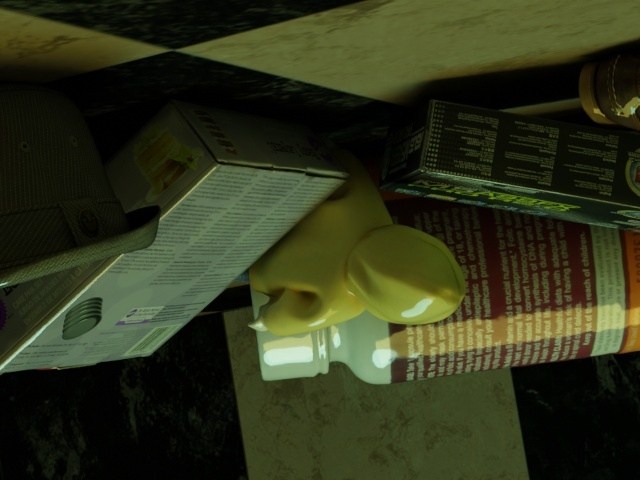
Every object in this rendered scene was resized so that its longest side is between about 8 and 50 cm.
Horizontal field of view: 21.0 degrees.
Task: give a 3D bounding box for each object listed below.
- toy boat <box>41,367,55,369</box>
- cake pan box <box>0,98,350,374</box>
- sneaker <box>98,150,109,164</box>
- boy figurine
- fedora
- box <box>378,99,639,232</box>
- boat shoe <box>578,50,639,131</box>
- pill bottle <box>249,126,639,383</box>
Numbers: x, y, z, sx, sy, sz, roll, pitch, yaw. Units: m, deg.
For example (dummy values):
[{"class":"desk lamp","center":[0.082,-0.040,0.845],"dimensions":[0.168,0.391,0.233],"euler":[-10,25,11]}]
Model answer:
[{"class":"toy boat","center":[-0.289,0.058,2.021],"dimensions":[0.267,0.148,0.318],"euler":[-5,-177,4]},{"class":"cake pan box","center":[-0.122,0.001,1.353],"dimensions":[0.246,0.070,0.267],"euler":[-40,165,18]},{"class":"sneaker","center":[-0.234,-0.035,1.355],"dimensions":[0.093,0.088,0.225],"euler":[8,-179,23]},{"class":"boy figurine","center":[0.000,0.000,1.481],"dimensions":[0.285,0.177,0.092],"euler":[13,173,34]},{"class":"fedora","center":[-0.234,-0.026,1.093],"dimensions":[0.244,0.124,0.275],"euler":[-11,-176,41]},{"class":"box","center":[0.197,-0.055,1.436],"dimensions":[0.270,0.060,0.216],"euler":[9,177,-7]},{"class":"boat shoe","center":[0.288,-0.113,1.375],"dimensions":[0.073,0.073,0.207],"euler":[-9,176,39]},{"class":"pill bottle","center":[0.125,0.018,1.674],"dimensions":[0.392,0.224,0.224],"euler":[-7,175,-3]}]
